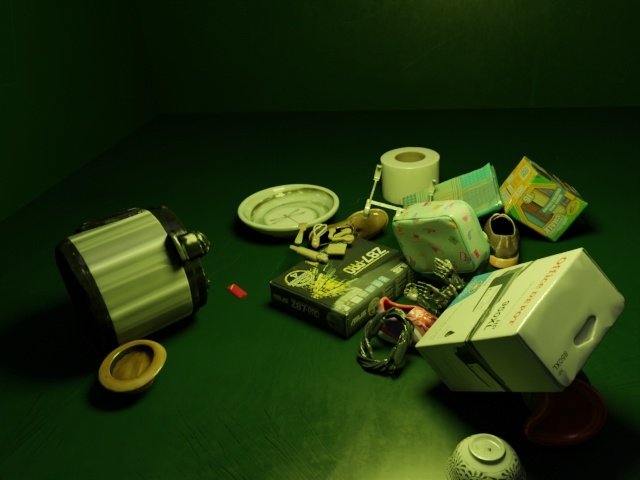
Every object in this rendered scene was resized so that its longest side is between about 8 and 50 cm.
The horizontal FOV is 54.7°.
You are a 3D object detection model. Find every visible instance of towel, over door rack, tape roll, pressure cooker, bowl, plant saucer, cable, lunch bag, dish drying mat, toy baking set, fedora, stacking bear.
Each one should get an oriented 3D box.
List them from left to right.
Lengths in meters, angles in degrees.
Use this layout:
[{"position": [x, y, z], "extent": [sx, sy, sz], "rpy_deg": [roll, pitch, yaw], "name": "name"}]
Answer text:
[{"position": [-0.504, 0.356, 1.684], "extent": [0.194, 0.079, 0.194], "rpy_deg": [-5, 34, 3], "name": "fedora"}, {"position": [-0.534, 0.098, 1.870], "extent": [0.420, 0.376, 0.370], "rpy_deg": [-24, 40, -27], "name": "pressure cooker"}, {"position": [-0.279, 0.169, 2.066], "extent": [0.032, 0.008, 0.083], "rpy_deg": [-23, 32, -31], "name": "dish drying mat"}, {"position": [-0.122, -0.101, 2.444], "extent": [0.400, 0.101, 0.400], "rpy_deg": [-5, 28, 3], "name": "plant saucer"}, {"position": [-0.003, 0.003, 2.092], "extent": [0.256, 0.030, 0.196], "rpy_deg": [15, 37, 34], "name": "toy baking set"}, {"position": [0.177, 0.269, 1.685], "extent": [0.150, 0.047, 0.185], "rpy_deg": [6, 68, 44], "name": "cable"}, {"position": [0.289, -0.136, 2.237], "extent": [0.239, 0.108, 0.324], "rpy_deg": [15, 35, 4], "name": "over door rack"}, {"position": [0.378, -0.274, 2.603], "extent": [0.246, 0.169, 0.246], "rpy_deg": [-4, 29, 2], "name": "tape roll"}, {"position": [0.358, -0.003, 1.858], "extent": [0.108, 0.224, 0.279], "rpy_deg": [-41, 20, -30], "name": "lunch bag"}, {"position": [0.479, -0.141, 2.286], "extent": [0.370, 0.040, 0.271], "rpy_deg": [-21, 35, 20], "name": "towel"}, {"position": [0.354, 0.468, 1.321], "extent": [0.170, 0.080, 0.170], "rpy_deg": [-4, 27, 2], "name": "bowl"}, {"position": [0.538, 0.333, 1.468], "extent": [0.164, 0.175, 0.289], "rpy_deg": [17, 17, -7], "name": "stacking bear"}]

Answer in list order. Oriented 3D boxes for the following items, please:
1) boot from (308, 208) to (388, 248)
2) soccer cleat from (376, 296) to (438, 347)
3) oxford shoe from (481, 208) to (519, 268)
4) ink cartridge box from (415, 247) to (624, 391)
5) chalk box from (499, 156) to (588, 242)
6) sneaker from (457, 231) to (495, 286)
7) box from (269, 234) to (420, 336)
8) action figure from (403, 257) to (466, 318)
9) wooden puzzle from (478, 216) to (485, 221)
[{"position": [0.111, -0.035, 2.238], "extent": [0.305, 0.112, 0.115], "rpy_deg": [-19, 4, -7], "name": "boot"}, {"position": [0.294, 0.246, 1.704], "extent": [0.318, 0.116, 0.108], "rpy_deg": [14, 34, 32], "name": "soccer cleat"}, {"position": [0.639, -0.046, 2.167], "extent": [0.129, 0.133, 0.364], "rpy_deg": [-2, 28, 8], "name": "oxford shoe"}, {"position": [0.449, 0.197, 1.444], "extent": [0.285, 0.166, 0.395], "rpy_deg": [-43, 6, -26], "name": "ink cartridge box"}, {"position": [0.802, -0.131, 2.196], "extent": [0.289, 0.179, 0.180], "rpy_deg": [30, 24, -12], "name": "chalk box"}, {"position": [0.415, 0.000, 2.013], "extent": [0.130, 0.236, 0.322], "rpy_deg": [-23, 33, -29], "name": "sneaker"}, {"position": [0.084, 0.130, 1.982], "extent": [0.318, 0.097, 0.395], "rpy_deg": [22, 37, 36], "name": "box"}, {"position": [0.334, 0.133, 1.755], "extent": [0.141, 0.276, 0.164], "rpy_deg": [43, 88, 18], "name": "action figure"}, {"position": [0.648, -0.081, 2.366], "extent": [0.083, 0.006, 0.049], "rpy_deg": [2, 29, 13], "name": "wooden puzzle"}]
